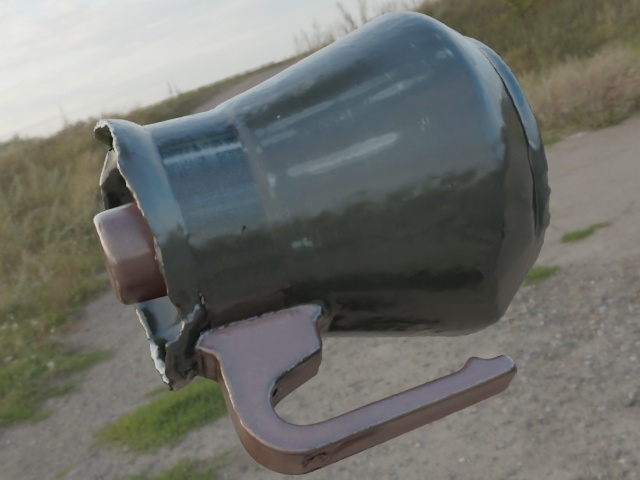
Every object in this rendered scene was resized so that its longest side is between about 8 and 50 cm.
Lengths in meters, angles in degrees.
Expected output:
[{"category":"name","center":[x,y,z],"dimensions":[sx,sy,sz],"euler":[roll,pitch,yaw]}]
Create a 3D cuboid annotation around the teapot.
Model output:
[{"category":"teapot","center":[0.000,0.000,0.733],"dimensions":[0.362,0.376,0.305],"euler":[-16,-34,-15]}]
